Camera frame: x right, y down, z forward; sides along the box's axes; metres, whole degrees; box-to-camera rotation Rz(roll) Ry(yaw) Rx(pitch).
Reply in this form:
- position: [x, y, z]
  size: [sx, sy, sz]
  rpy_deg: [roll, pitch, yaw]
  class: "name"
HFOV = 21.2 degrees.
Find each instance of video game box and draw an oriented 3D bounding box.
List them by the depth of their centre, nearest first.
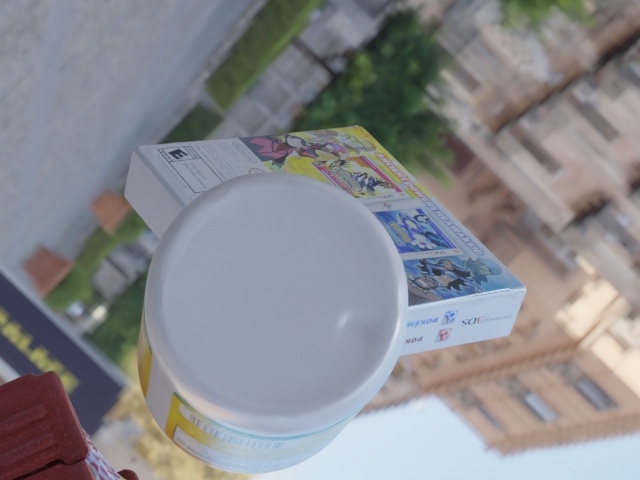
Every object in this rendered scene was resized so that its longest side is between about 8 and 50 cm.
- position: [0.000, 0.000, 1.108]
  size: [0.187, 0.205, 0.048]
  rpy_deg: [-9, 130, -32]
  class: "video game box"

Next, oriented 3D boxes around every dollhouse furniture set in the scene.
- position: [-0.297, 0.261, 1.197]
  size: [0.374, 0.152, 0.201]
  rpy_deg: [-24, 147, 1]
  class: "dollhouse furniture set"

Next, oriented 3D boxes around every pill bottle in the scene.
- position: [-0.030, 0.050, 0.825]
  size: [0.117, 0.117, 0.208]
  rpy_deg: [-47, 175, -16]
  class: "pill bottle"
